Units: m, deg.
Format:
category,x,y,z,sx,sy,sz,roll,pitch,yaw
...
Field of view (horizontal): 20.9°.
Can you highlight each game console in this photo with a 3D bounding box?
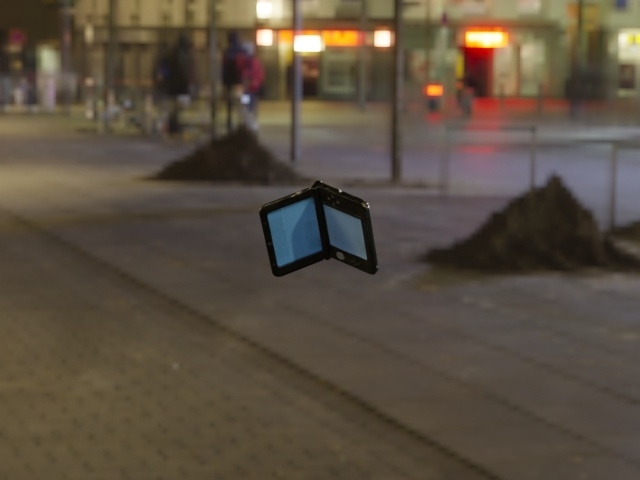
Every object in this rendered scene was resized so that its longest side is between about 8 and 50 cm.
category,x,y,z,sx,sy,sz,roll,pitch,yaw
game console,0.000,0.000,1.964,0.107,0.122,0.071,24,56,27
